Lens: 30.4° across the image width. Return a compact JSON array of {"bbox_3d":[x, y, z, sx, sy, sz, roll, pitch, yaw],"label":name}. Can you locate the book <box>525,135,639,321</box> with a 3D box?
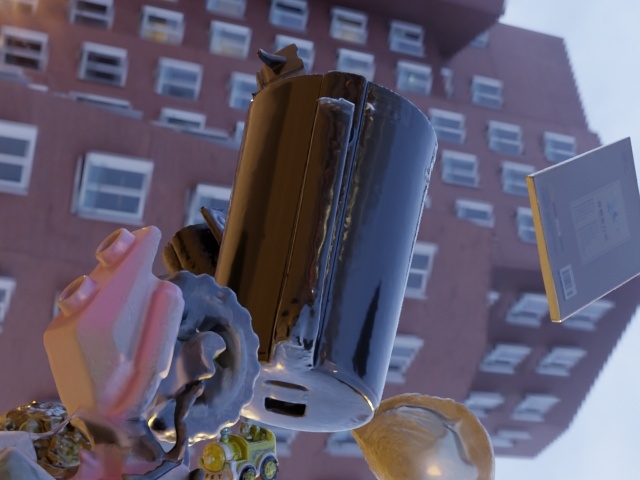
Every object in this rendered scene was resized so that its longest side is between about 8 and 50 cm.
[{"bbox_3d":[0.412,-0.024,1.780,0.021,0.310,0.217,-5,-80,42],"label":"book"}]

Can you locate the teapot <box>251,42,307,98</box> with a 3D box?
[{"bbox_3d":[-0.067,-0.250,1.984,0.087,0.096,0.177,-109,-176,-51],"label":"teapot"}]

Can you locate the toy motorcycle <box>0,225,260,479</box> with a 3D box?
[{"bbox_3d":[-0.158,0.120,0.616,0.143,0.188,0.327,-12,-143,49],"label":"toy motorcycle"}]

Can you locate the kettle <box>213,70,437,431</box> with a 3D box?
[{"bbox_3d":[0.011,0.007,1.140,0.262,0.203,0.308,-32,-140,51],"label":"kettle"}]

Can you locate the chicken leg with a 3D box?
[{"bbox_3d":[-0.302,0.271,1.155,0.429,0.152,0.201,-41,-166,54],"label":"chicken leg"}]

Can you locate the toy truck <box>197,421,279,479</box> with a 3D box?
[{"bbox_3d":[-0.105,0.266,1.474,0.076,0.111,0.077,2,-88,36],"label":"toy truck"}]

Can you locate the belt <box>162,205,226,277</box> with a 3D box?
[{"bbox_3d":[-0.088,0.056,1.446,0.122,0.218,0.128,-43,-120,20],"label":"belt"}]

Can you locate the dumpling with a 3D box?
[{"bbox_3d":[0.152,0.300,1.713,0.166,0.126,0.215,-42,-141,-18],"label":"dumpling"}]
